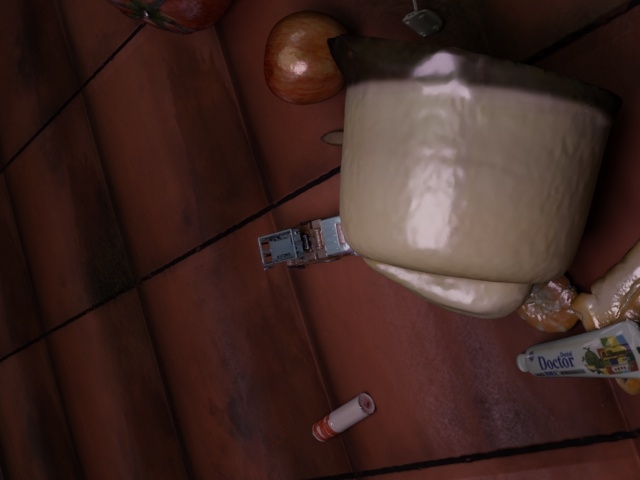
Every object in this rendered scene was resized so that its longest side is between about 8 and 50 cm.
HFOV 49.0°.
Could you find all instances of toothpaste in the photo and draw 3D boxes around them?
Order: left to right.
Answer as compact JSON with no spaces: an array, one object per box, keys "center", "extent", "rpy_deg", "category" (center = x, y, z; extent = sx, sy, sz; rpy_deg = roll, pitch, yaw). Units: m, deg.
[{"center":[0.314,0.142,0.864],"extent":[0.067,0.037,0.255],"rpy_deg":[68,160,6],"category":"toothpaste"}]

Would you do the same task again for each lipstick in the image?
[{"center":[0.038,0.305,1.204],"extent":[0.131,0.038,0.038],"rpy_deg":[-41,68,37],"category":"lipstick"}]

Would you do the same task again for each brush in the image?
[{"center":[0.073,-0.164,1.126],"extent":[0.196,0.021,0.070],"rpy_deg":[7,101,44],"category":"brush"}]

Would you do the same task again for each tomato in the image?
[{"center":[-0.263,-0.499,1.228],"extent":[0.265,0.265,0.264],"rpy_deg":[7,100,42],"category":"tomato"}]

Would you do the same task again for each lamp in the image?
[{"center":[0.136,-0.400,1.034],"extent":[0.050,0.056,0.198],"rpy_deg":[-20,71,43],"category":"lamp"}]

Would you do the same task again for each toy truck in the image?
[{"center":[0.000,-0.001,1.147],"extent":[0.178,0.115,0.080],"rpy_deg":[-14,86,41],"category":"toy truck"}]

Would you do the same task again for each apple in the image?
[{"center":[-0.016,-0.288,1.108],"extent":[0.131,0.146,0.146],"rpy_deg":[11,104,13],"category":"apple"}]

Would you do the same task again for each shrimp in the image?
[{"center":[0.275,0.048,0.952],"extent":[0.184,0.043,0.091],"rpy_deg":[56,131,21],"category":"shrimp"}]

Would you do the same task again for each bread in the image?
[{"center":[0.397,0.068,0.819],"extent":[0.134,0.081,0.225],"rpy_deg":[54,130,28],"category":"bread"}]

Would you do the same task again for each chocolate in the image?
[{"center":[0.153,-0.071,0.840],"extent":[0.326,0.314,0.297],"rpy_deg":[25,102,36],"category":"chocolate"}]
